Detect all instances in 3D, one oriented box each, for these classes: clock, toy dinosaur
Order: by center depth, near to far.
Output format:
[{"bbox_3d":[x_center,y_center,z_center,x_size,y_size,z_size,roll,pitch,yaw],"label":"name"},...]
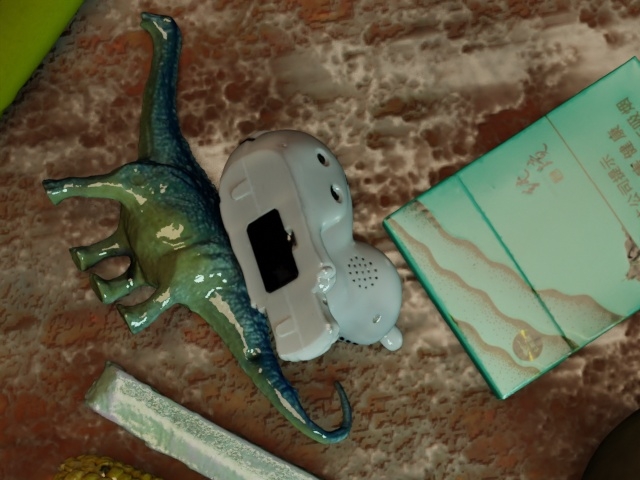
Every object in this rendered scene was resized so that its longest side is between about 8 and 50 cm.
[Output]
[{"bbox_3d":[0.000,0.000,1.055,0.080,0.117,0.176,-30,71,34],"label":"clock"},{"bbox_3d":[-0.107,0.003,1.069,0.147,0.076,0.363,-23,76,-13],"label":"toy dinosaur"}]

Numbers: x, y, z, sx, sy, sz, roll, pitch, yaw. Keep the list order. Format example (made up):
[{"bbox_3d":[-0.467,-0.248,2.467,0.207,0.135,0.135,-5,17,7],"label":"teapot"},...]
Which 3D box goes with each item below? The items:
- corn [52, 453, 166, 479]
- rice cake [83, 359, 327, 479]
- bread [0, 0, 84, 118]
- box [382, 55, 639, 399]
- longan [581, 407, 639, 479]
[{"bbox_3d":[-0.069,0.244,1.026,0.293,0.106,0.106,26,85,6],"label":"corn"},{"bbox_3d":[-0.079,0.154,1.069,0.211,0.034,0.043,28,82,6],"label":"rice cake"},{"bbox_3d":[-0.274,-0.187,1.080,0.166,0.112,0.384,33,87,6],"label":"bread"},{"bbox_3d":[0.183,-0.008,1.074,0.226,0.042,0.161,-32,82,-2],"label":"box"},{"bbox_3d":[0.265,0.183,0.975,0.159,0.204,0.185,26,44,-27],"label":"longan"}]
